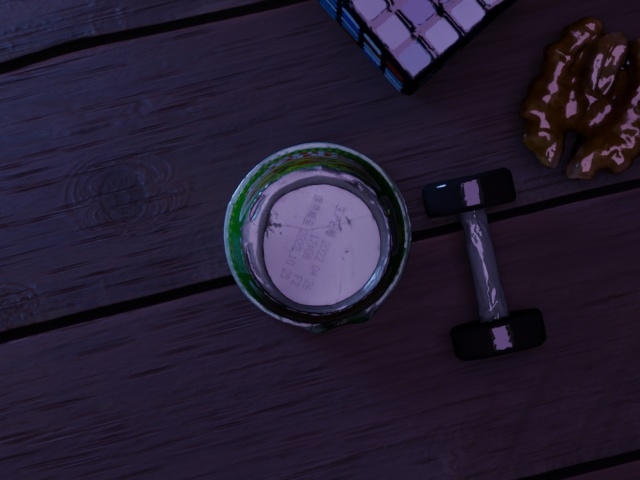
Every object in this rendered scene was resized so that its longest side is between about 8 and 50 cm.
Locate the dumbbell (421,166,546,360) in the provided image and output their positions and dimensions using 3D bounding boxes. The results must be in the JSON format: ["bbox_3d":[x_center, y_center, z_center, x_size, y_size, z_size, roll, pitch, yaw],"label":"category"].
[{"bbox_3d":[0.172,0.025,1.838,0.100,0.100,0.191,-11,90,-1],"label":"dumbbell"}]

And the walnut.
[{"bbox_3d":[0.288,-0.145,1.854,0.143,0.069,0.170,24,89,0],"label":"walnut"}]

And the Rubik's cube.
[{"bbox_3d":[0.099,-0.276,1.794,0.184,0.182,0.187,-39,90,-1],"label":"Rubik's cube"}]

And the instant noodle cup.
[{"bbox_3d":[0.000,0.000,1.770,0.207,0.233,0.207,0,91,-1],"label":"instant noodle cup"}]
